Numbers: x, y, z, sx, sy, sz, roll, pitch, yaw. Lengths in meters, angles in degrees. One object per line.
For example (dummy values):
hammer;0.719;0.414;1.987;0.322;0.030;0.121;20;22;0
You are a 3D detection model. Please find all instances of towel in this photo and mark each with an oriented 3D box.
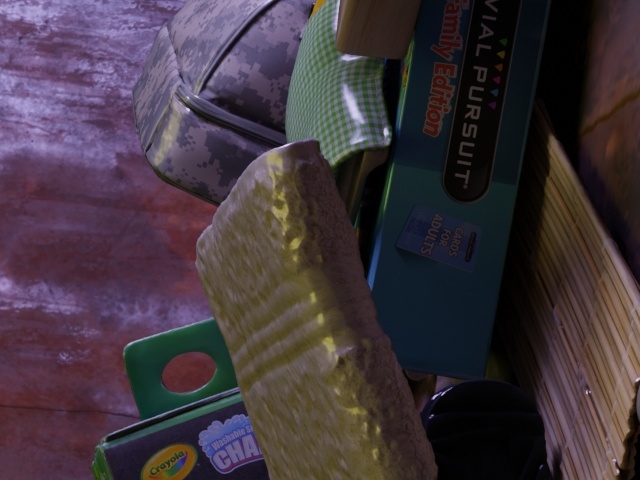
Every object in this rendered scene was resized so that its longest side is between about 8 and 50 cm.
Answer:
towel;-0.007;0.061;0.918;0.282;0.049;0.187;139;111;-75

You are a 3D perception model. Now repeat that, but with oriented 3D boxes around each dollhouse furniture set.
dollhouse furniture set;-0.028;-0.129;0.993;0.301;0.151;0.197;103;175;-45

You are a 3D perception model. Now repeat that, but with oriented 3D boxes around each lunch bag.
lunch bag;-0.056;-0.184;1.759;0.256;0.213;0.305;-63;17;18

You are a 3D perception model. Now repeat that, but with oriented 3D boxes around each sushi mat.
sushi mat;0.132;0.041;0.902;0.316;0.019;0.151;-100;17;-64

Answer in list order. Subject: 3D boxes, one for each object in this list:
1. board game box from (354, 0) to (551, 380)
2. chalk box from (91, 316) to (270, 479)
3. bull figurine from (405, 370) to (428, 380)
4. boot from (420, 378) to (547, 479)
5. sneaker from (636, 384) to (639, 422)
board game box;0.078;-0.091;1.062;0.254;0.079;0.336;-164;83;-86
chalk box;-0.066;0.206;1.265;0.179;0.180;0.289;124;128;-74
bull figurine;0.037;0.031;1.318;0.188;0.101;0.310;-124;34;-67
boot;0.073;0.208;0.936;0.207;0.094;0.246;113;159;-74
sneaker;0.178;0.015;0.456;0.118;0.083;0.222;60;141;44
